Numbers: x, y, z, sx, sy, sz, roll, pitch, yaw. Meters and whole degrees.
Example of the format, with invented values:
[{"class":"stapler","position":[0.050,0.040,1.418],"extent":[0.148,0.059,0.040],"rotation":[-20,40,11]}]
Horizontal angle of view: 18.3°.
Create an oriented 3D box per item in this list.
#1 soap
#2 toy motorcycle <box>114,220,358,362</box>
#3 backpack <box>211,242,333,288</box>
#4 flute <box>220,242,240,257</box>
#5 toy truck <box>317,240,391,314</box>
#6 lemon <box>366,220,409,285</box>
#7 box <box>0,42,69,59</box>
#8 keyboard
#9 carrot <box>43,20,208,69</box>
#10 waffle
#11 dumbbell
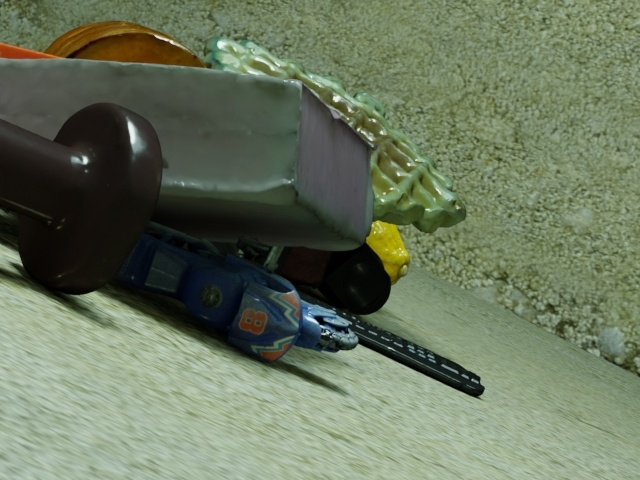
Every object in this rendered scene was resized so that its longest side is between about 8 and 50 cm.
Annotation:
[{"class":"soap","position":[-0.118,-0.062,1.596],"extent":[0.285,0.107,0.296],"rotation":[5,-6,12]},{"class":"toy motorcycle","position":[-0.070,0.041,1.540],"extent":[0.205,0.076,0.114],"rotation":[25,10,21]},{"class":"backpack","position":[-0.057,-0.012,2.074],"extent":[0.165,0.120,0.106],"rotation":[4,13,-33]},{"class":"flute","position":[-0.103,-0.040,1.819],"extent":[0.014,0.014,0.269],"rotation":[27,-28,37]},{"class":"toy truck","position":[0.000,0.000,2.269],"extent":[0.165,0.147,0.224],"rotation":[52,-4,-14]},{"class":"lemon","position":[0.038,0.008,2.420],"extent":[0.155,0.114,0.114],"rotation":[21,2,13]},{"class":"box","position":[-0.321,-0.140,1.762],"extent":[0.273,0.048,0.265],"rotation":[10,-5,-39]},{"class":"keyboard","position":[0.044,0.092,1.994],"extent":[0.262,0.016,0.106],"rotation":[25,3,-1]},{"class":"carrot","position":[-0.219,-0.130,2.089],"extent":[0.193,0.214,0.331],"rotation":[43,1,-16]},{"class":"waffle","position":[0.009,-0.114,2.135],"extent":[0.309,0.056,0.292],"rotation":[13,28,-43]},{"class":"dumbbell","position":[-0.226,-0.057,1.316],"extent":[0.225,0.140,0.124],"rotation":[24,13,-36]}]
